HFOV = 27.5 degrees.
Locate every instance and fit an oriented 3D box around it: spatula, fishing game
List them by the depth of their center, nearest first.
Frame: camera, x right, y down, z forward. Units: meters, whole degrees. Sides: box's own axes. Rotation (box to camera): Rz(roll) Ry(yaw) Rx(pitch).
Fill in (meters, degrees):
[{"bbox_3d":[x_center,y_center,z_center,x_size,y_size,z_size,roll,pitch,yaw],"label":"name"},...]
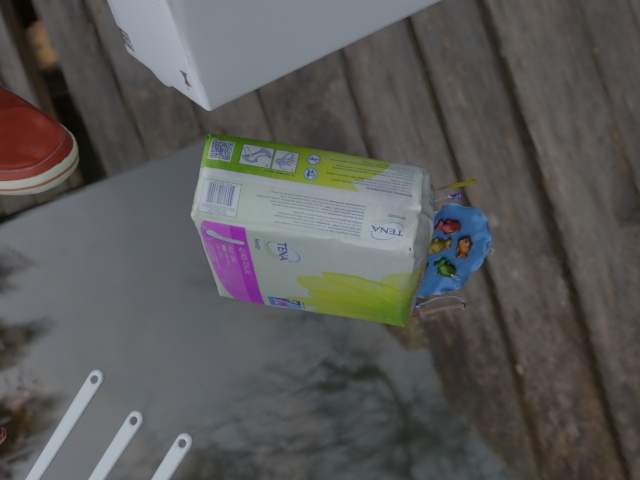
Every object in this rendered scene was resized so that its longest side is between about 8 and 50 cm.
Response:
[{"bbox_3d":[-0.237,0.255,1.267,0.168,0.019,0.242,32,92,26],"label":"spatula"},{"bbox_3d":[0.199,0.023,2.131,0.041,0.189,0.264,-121,28,-50],"label":"fishing game"}]

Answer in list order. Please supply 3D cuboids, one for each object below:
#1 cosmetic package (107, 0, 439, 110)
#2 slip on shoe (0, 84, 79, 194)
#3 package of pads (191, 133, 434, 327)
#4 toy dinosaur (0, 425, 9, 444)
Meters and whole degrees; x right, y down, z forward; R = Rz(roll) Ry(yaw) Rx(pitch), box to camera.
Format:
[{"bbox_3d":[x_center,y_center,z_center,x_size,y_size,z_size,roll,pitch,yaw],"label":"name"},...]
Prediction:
[{"bbox_3d":[-0.006,-0.289,1.241,0.217,0.385,0.156,36,148,54],"label":"cosmetic package"},{"bbox_3d":[-0.388,-0.150,1.291,0.331,0.123,0.101,31,144,6],"label":"slip on shoe"},{"bbox_3d":[0.000,0.000,1.356,0.296,0.229,0.101,82,-163,-72],"label":"package of pads"},{"bbox_3d":[-0.265,0.147,0.904,0.082,0.090,0.047,33,171,17],"label":"toy dinosaur"}]
